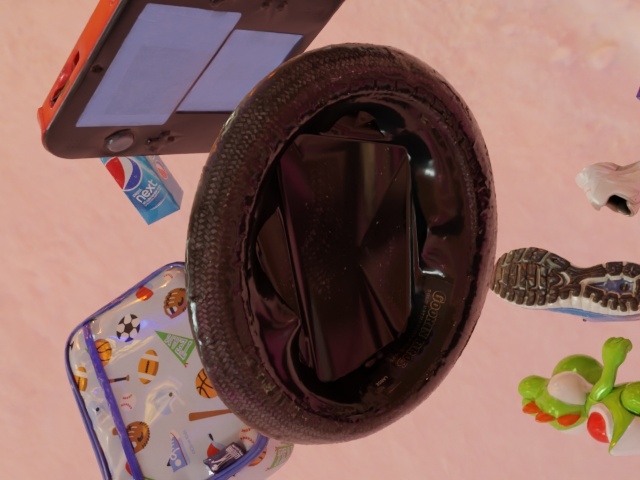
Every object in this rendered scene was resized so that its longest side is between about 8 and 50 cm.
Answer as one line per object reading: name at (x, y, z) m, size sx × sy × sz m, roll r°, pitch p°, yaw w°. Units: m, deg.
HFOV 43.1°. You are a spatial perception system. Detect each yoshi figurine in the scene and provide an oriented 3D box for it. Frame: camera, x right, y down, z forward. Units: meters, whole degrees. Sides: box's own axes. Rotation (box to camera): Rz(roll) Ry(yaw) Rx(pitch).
yoshi figurine at (0.542, 0.283, 1.478) m, size 0.362 × 0.203 × 0.203 m, roll 4°, pitch 79°, yaw 49°

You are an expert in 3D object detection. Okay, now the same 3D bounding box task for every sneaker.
sneaker at (0.643, -0.102, 1.671) m, size 0.232 × 0.090 × 0.115 m, roll -8°, pitch 69°, yaw -10°
sneaker at (0.486, 0.105, 1.575) m, size 0.330 × 0.147 × 0.129 m, roll 10°, pitch 69°, yaw 33°

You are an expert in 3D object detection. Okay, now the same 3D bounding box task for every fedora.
fedora at (0.000, 0.000, 0.705) m, size 0.334 × 0.334 × 0.152 m, roll -53°, pitch 33°, yaw -12°

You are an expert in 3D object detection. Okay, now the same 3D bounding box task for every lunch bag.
lunch bag at (-0.184, 0.198, 1.002) m, size 0.243 × 0.115 × 0.303 m, roll -32°, pitch 61°, yaw 7°

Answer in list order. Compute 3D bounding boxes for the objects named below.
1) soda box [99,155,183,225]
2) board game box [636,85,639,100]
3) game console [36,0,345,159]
soda box at (-0.312, -0.133, 1.342) m, size 0.067 × 0.210 × 0.071 m, roll -26°, pitch 27°, yaw 11°
board game box at (0.919, -0.291, 1.800) m, size 0.347 × 0.233 × 0.078 m, roll 19°, pitch 88°, yaw 47°
game console at (-0.171, -0.238, 1.098) m, size 0.386 × 0.342 × 0.060 m, roll -43°, pitch 63°, yaw 39°
